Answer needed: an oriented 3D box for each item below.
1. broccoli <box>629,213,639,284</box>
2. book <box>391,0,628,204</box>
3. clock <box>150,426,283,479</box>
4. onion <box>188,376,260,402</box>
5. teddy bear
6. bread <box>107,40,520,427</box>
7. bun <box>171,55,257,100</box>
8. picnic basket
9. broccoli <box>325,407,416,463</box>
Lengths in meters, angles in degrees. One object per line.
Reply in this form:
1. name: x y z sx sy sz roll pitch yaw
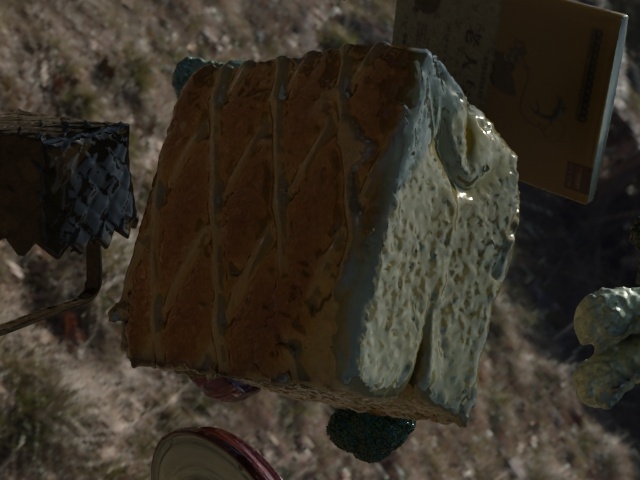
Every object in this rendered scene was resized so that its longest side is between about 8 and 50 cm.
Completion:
1. broccoli: 0.564 0.037 1.589 0.243 0.247 0.263 48 14 -51
2. book: 0.246 -0.235 1.648 0.032 0.268 0.389 -19 33 -41
3. clock: -0.127 0.397 1.558 0.080 0.318 0.318 -28 76 -38
4. onion: -0.142 0.156 1.960 0.230 0.163 0.230 55 24 -39
5. teddy bear: 0.640 0.210 1.798 0.376 0.327 0.362 -14 31 -13
6. bread: 0.000 0.000 1.302 0.279 0.371 0.390 31 67 -42
7. bun: -0.140 -0.223 1.862 0.204 0.212 0.126 10 89 -18
8. picnic basket: -0.435 -0.034 1.746 0.291 0.320 0.254 10 19 30
9. broccoli: 0.095 0.325 2.190 0.195 0.195 0.156 10 25 -41
